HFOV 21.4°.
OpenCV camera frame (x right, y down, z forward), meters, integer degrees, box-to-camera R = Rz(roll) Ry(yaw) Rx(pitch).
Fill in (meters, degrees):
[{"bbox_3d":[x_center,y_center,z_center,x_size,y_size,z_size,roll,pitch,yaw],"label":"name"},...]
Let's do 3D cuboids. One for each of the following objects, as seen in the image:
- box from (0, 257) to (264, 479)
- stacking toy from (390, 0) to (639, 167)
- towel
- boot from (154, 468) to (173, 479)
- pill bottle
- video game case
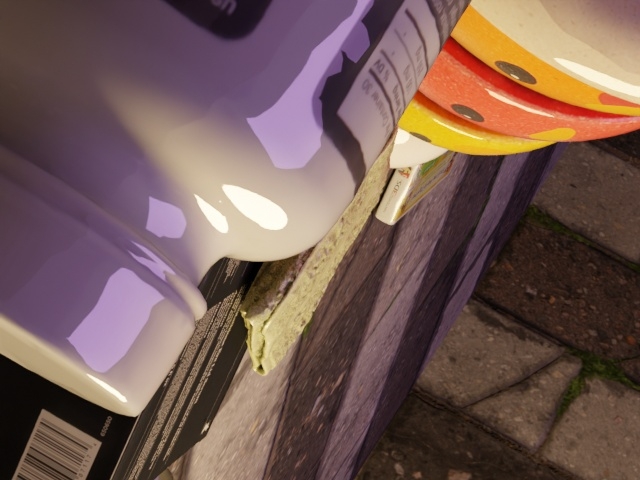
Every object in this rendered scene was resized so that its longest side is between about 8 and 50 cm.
[{"bbox_3d":[-0.080,-0.001,0.883,0.261,0.103,0.184,-65,168,16],"label":"box"},{"bbox_3d":[0.121,-0.163,1.045,0.350,0.350,0.480,-56,-176,-26],"label":"stacking toy"},{"bbox_3d":[0.000,0.000,0.930,0.148,0.027,0.110,-60,172,-15],"label":"towel"},{"bbox_3d":[-0.150,0.245,1.297,0.198,0.077,0.137,101,15,-62],"label":"boot"},{"bbox_3d":[-0.037,-0.104,0.609,0.318,0.176,0.176,-59,169,-13],"label":"pill bottle"},{"bbox_3d":[0.138,-0.135,1.793,0.206,0.026,0.227,-66,170,23],"label":"video game case"}]
